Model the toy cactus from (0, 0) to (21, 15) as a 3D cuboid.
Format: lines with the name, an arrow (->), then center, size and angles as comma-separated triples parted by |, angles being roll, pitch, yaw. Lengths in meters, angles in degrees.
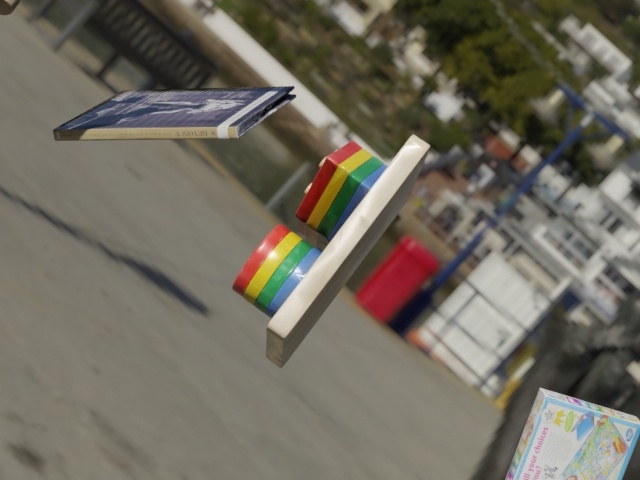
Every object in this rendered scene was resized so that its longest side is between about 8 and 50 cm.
toy cactus -> -0.284, -0.298, 1.474 | 0.112, 0.181, 0.219 | -8, -38, 45

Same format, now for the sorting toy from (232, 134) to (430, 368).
sorting toy -> 0.000, 0.000, 1.701 | 0.089, 0.257, 0.255 | 37, -11, 5

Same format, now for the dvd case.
dvd case -> -0.158, -0.140, 1.686 | 0.164, 0.221, 0.018 | -44, 130, -61

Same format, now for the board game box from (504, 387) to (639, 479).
board game box -> 0.237, 0.230, 1.491 | 0.103, 0.154, 0.026 | 17, 11, -9
